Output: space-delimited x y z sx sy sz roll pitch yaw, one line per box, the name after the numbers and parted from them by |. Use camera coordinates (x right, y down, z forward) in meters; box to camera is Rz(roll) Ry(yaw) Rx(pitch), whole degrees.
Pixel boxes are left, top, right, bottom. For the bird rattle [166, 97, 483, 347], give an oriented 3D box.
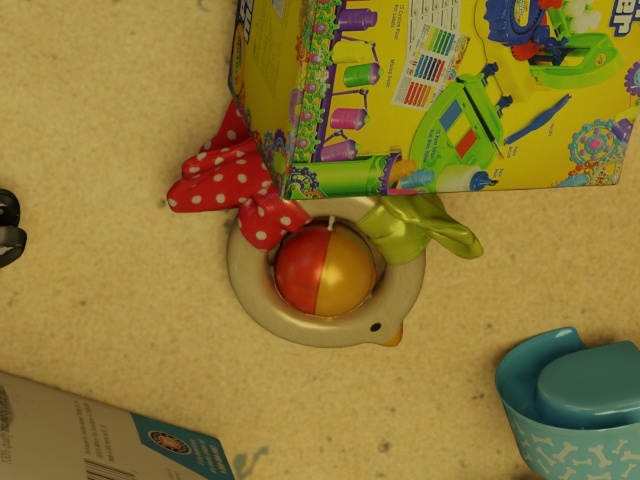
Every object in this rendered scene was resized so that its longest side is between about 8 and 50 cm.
0.000 0.000 1.526 0.253 0.143 0.207 3 120 -9 | bird rattle

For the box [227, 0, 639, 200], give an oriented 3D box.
0.098 -0.199 1.400 0.279 0.177 0.290 -2 126 -18 | box

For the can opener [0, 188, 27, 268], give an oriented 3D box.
-0.325 -0.001 1.491 0.186 0.073 0.059 -10 114 0 | can opener

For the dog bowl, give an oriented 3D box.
0.297 0.130 1.602 0.297 0.166 0.074 -12 117 -8 | dog bowl

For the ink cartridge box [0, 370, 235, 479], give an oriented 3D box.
-0.265 0.211 1.436 0.395 0.285 0.166 20 100 -15 | ink cartridge box
